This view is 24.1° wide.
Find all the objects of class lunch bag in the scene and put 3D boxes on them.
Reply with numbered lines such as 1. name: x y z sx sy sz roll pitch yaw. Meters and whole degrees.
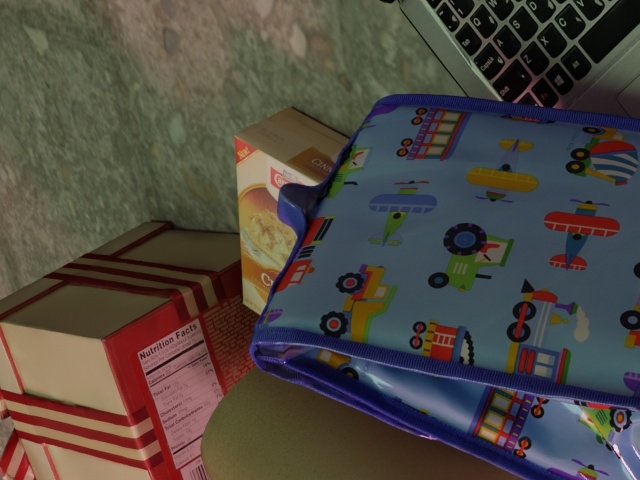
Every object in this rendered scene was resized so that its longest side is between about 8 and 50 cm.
1. lunch bag: 0.107 0.016 0.921 0.293 0.221 0.138 17 144 12

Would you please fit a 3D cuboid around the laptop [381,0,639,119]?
1. laptop: 0.087 -0.172 0.892 0.408 0.236 0.382 54 147 8

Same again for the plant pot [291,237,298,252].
1. plant pot: 0.069 0.035 1.111 0.167 0.167 0.165 55 -175 6

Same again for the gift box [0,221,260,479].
1. gift box: -0.169 0.151 1.457 0.258 0.255 0.276 6 114 48

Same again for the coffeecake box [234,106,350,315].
1. coffeecake box: 0.000 0.000 1.287 0.142 0.068 0.185 31 137 35

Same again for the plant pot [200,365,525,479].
1. plant pot: 0.037 0.219 1.217 0.274 0.256 0.256 39 142 29
